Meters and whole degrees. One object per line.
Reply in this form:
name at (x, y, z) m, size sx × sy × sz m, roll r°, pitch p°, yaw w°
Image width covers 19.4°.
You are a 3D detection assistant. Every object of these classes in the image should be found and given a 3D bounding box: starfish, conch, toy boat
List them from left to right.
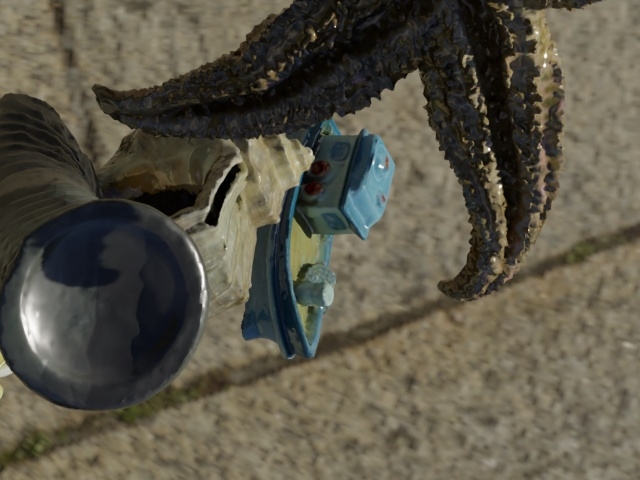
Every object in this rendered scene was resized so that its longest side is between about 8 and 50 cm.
conch at (-0.099, -0.011, 1.036) m, size 0.207 × 0.155 × 0.130 m, roll -19°, pitch 84°, yaw -4°
toy boat at (0.000, 0.000, 1.607) m, size 0.109 × 0.098 × 0.237 m, roll 59°, pitch 39°, yaw -51°
starfish at (0.032, -0.083, 0.599) m, size 0.227 × 0.043 × 0.240 m, roll -5°, pitch 119°, yaw 9°

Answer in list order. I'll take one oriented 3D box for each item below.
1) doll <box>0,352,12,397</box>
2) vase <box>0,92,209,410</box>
doll at (-0.296, 0.102, 1.468) m, size 0.106 × 0.062 × 0.162 m, roll 42°, pitch 55°, yaw -23°
vase at (-0.114, 0.005, 0.764) m, size 0.115 × 0.237 × 0.115 m, roll -4°, pitch 102°, yaw -21°
